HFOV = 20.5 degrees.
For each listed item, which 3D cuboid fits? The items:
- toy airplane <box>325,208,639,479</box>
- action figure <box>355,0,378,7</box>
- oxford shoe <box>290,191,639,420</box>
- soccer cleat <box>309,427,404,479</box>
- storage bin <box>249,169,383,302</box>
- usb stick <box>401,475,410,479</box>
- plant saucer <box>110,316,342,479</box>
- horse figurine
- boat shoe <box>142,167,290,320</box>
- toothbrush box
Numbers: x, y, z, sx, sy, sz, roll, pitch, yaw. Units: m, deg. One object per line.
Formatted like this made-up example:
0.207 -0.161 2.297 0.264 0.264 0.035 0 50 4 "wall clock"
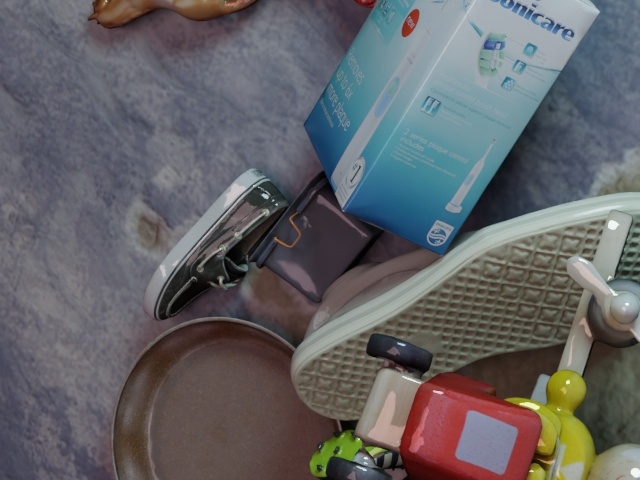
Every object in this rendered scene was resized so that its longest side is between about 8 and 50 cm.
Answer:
0.211 0.215 1.646 0.272 0.384 0.386 14 127 31 "toy airplane"
0.018 -0.351 1.890 0.280 0.091 0.139 40 104 3 "action figure"
0.164 0.047 1.836 0.449 0.130 0.169 -25 122 23 "oxford shoe"
0.070 0.227 1.899 0.179 0.072 0.060 -24 42 28 "soccer cleat"
0.000 0.000 1.943 0.091 0.098 0.135 41 111 8 "storage bin"
0.085 0.305 1.931 0.278 0.045 0.077 -41 36 23 "usb stick"
-0.101 0.240 2.032 0.311 0.050 0.310 2 95 27 "plant saucer"
-0.153 -0.312 2.010 0.263 0.066 0.174 15 93 29 "horse figurine"
-0.119 0.020 2.009 0.070 0.078 0.219 46 110 18 "boat shoe"
0.123 -0.170 1.783 0.126 0.216 0.295 25 111 -23 "toothbrush box"
